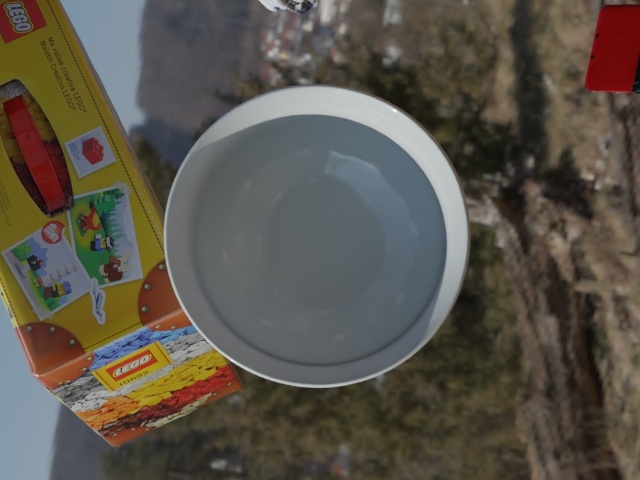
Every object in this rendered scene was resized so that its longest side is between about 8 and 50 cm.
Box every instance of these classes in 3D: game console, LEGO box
[{"bbox_3d":[0.473,-0.269,1.930,0.085,0.124,0.144,-12,61,60],"label":"game console"},{"bbox_3d":[-0.302,-0.039,1.610,0.372,0.193,0.500,77,167,-69],"label":"LEGO box"}]

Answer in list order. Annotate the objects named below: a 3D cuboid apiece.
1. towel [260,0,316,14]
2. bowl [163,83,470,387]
[{"bbox_3d":[-0.091,-0.258,1.085,0.034,0.209,0.285,-52,4,9],"label":"towel"},{"bbox_3d":[0.000,0.000,1.322,0.134,0.297,0.298,56,-135,-83],"label":"bowl"}]
